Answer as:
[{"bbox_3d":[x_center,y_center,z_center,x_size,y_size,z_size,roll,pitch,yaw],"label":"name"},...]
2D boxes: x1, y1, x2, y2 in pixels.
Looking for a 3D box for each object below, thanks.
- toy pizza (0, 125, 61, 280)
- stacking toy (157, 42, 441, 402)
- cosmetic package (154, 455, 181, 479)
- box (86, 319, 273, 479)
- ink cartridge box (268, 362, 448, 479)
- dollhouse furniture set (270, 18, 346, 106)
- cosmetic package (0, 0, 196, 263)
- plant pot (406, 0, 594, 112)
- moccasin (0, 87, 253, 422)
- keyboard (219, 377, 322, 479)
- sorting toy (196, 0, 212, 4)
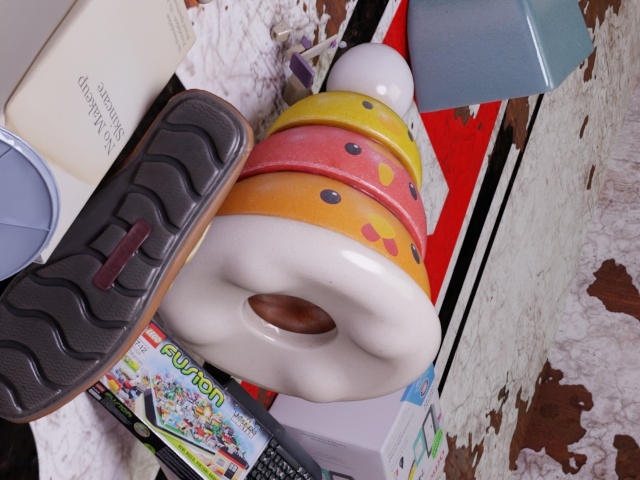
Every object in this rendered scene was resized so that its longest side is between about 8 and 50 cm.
[{"bbox_3d":[-0.314,-0.033,1.015,0.201,0.201,0.032,74,2,-46],"label":"toy pizza"},{"bbox_3d":[0.013,-0.073,1.561,0.351,0.350,0.480,69,30,-50],"label":"stacking toy"},{"bbox_3d":[-0.173,0.236,1.495,0.115,0.060,0.041,59,19,13],"label":"cosmetic package"},{"bbox_3d":[-0.162,0.199,1.443,0.036,0.207,0.114,-38,-169,45],"label":"box"},{"bbox_3d":[0.065,0.305,1.953,0.198,0.197,0.270,-59,150,-35],"label":"ink cartridge box"},{"bbox_3d":[-0.018,-0.243,1.684,0.081,0.091,0.114,-32,165,-25],"label":"dollhouse furniture set"},{"bbox_3d":[-0.249,-0.150,1.164,0.160,0.113,0.309,71,37,-49],"label":"cosmetic package"},{"bbox_3d":[0.281,-0.383,2.079,0.247,0.247,0.252,-43,120,-52],"label":"plant pot"},{"bbox_3d":[-0.207,0.016,1.245,0.380,0.139,0.147,-59,179,-4],"label":"moccasin"},{"bbox_3d":[-0.105,0.341,1.731,0.202,0.033,0.317,-57,139,-18],"label":"keyboard"},{"bbox_3d":[-0.160,-0.404,1.229,0.229,0.041,0.307,59,19,-87],"label":"sorting toy"}]
